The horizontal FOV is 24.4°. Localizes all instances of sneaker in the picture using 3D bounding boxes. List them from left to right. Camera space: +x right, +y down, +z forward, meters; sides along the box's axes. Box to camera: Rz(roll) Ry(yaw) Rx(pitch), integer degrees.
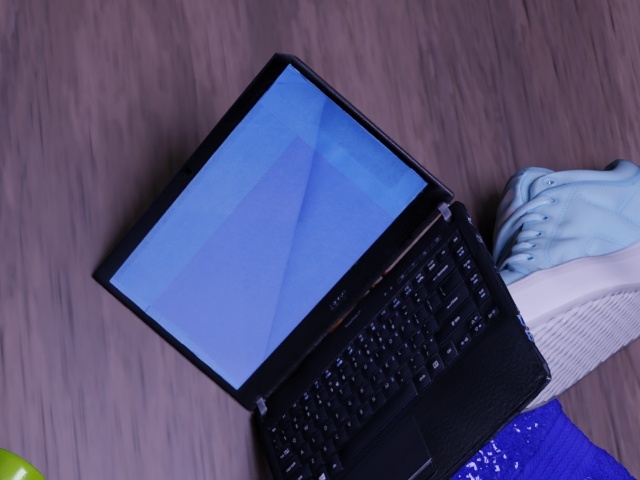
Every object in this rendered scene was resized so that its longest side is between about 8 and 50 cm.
[{"bbox_3d":[0.170,0.021,1.128,0.150,0.135,0.366,42,33,23],"label":"sneaker"}]

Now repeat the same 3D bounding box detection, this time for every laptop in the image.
[{"bbox_3d":[-0.012,0.055,0.982,0.136,0.234,0.264,23,31,-36],"label":"laptop"}]

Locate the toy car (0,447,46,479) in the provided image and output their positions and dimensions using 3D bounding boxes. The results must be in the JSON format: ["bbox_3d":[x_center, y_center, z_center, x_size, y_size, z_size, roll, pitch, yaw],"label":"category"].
[{"bbox_3d":[-0.243,0.167,0.893,0.149,0.188,0.155,34,62,-8],"label":"toy car"}]

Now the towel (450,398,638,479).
[{"bbox_3d":[0.152,0.226,1.097,0.308,0.076,0.227,46,62,-1],"label":"towel"}]

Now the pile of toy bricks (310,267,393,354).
[{"bbox_3d":[0.000,0.000,1.092,0.118,0.105,0.212,-28,78,-28],"label":"pile of toy bricks"}]
